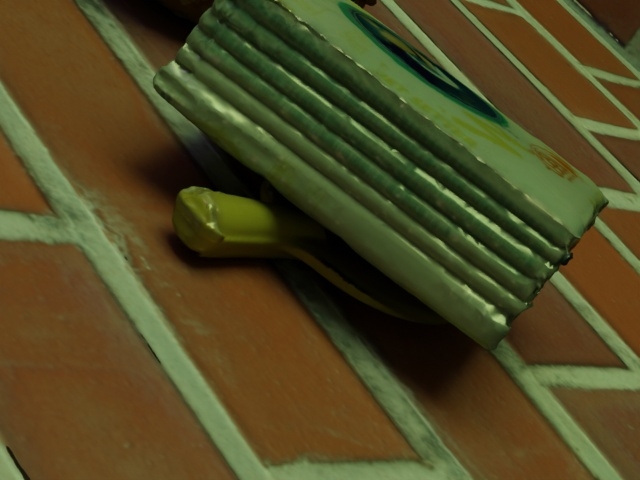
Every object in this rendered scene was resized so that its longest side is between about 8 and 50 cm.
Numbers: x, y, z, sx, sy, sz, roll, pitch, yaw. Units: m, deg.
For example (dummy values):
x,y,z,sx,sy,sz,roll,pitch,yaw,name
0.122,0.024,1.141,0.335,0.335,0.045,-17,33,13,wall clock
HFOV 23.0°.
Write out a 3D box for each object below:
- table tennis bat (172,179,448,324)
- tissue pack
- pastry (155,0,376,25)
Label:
x,y,z,sx,sy,sz,roll,pitch,yaw,name
0.000,0.000,1.463,0.368,0.054,0.224,8,34,-52,table tennis bat
0.067,-0.088,1.465,0.388,0.162,0.287,38,16,7,tissue pack
-0.052,-0.398,1.749,0.409,0.409,0.245,12,22,-40,pastry
